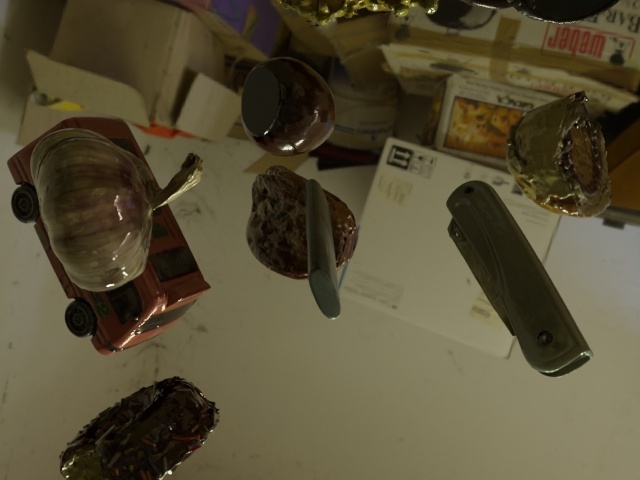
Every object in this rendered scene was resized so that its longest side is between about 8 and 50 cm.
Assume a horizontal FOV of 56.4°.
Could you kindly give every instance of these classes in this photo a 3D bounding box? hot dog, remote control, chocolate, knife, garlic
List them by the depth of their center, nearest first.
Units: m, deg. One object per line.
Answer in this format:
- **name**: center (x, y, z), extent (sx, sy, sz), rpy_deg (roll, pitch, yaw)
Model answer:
- **knife**: center (0.197, 0.030, 0.634), extent (0.040, 0.073, 0.266), rpy_deg (41, -158, -37)
- **garlic**: center (-0.288, -0.065, 0.891), extent (0.253, 0.245, 0.245), rpy_deg (-20, -174, 0)
- **chocolate**: center (-0.051, -0.227, 1.032), extent (0.176, 0.177, 0.177), rpy_deg (14, -175, -1)
- **remote control**: center (0.000, 0.000, 1.142), extent (0.044, 0.107, 0.378), rpy_deg (-14, -152, 5)
- **hot dog**: center (-0.077, -0.053, 1.582), extent (0.174, 0.267, 0.387), rpy_deg (-1, -157, -43)

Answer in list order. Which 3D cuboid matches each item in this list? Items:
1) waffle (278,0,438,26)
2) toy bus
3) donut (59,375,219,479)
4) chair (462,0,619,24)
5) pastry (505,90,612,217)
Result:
- **waffle**: center (0.065, -0.451, 1.042), extent (0.300, 0.058, 0.282), rpy_deg (9, -134, 16)
- **toy bus**: center (-0.401, -0.014, 1.162), extent (0.232, 0.427, 0.203), rpy_deg (-29, 176, 25)
- **donut**: center (-0.253, 0.272, 0.841), extent (0.216, 0.096, 0.230), rpy_deg (-35, -172, -33)
- **chair**: center (0.326, -0.482, 0.965), extent (0.226, 0.227, 0.401), rpy_deg (14, -157, -10)
- **pastry**: center (0.464, -0.160, 1.183), extent (0.170, 0.237, 0.256), rpy_deg (-6, -168, 38)
